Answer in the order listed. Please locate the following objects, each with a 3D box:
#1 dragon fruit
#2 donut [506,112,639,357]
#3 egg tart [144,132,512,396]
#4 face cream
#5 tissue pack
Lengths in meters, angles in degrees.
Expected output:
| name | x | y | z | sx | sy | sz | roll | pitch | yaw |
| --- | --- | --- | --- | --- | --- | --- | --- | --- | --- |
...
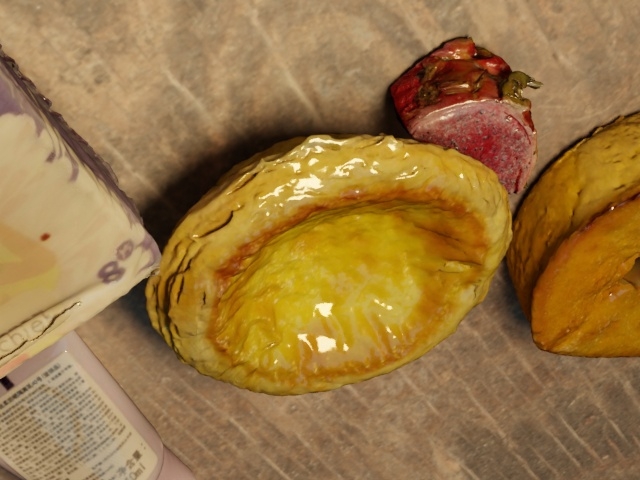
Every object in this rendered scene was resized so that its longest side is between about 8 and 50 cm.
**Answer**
| name | x | y | z | sx | sy | sz | roll | pitch | yaw |
| --- | --- | --- | --- | --- | --- | --- | --- | --- | --- |
| dragon fruit | 0.137 | -0.115 | 1.653 | 0.147 | 0.102 | 0.096 | 23 | 114 | -42 |
| donut | 0.305 | -0.009 | 1.878 | 0.303 | 0.110 | 0.303 | -21 | 144 | -16 |
| egg tart | 0.000 | 0.000 | 1.640 | 0.319 | 0.128 | 0.319 | -15 | 143 | -12 |
| face cream | -0.219 | 0.169 | 1.728 | 0.154 | 0.096 | 0.274 | -35 | 130 | 8 |
| tissue pack | -0.288 | -0.028 | 1.418 | 0.242 | 0.125 | 0.344 | -34 | 145 | 1 |
